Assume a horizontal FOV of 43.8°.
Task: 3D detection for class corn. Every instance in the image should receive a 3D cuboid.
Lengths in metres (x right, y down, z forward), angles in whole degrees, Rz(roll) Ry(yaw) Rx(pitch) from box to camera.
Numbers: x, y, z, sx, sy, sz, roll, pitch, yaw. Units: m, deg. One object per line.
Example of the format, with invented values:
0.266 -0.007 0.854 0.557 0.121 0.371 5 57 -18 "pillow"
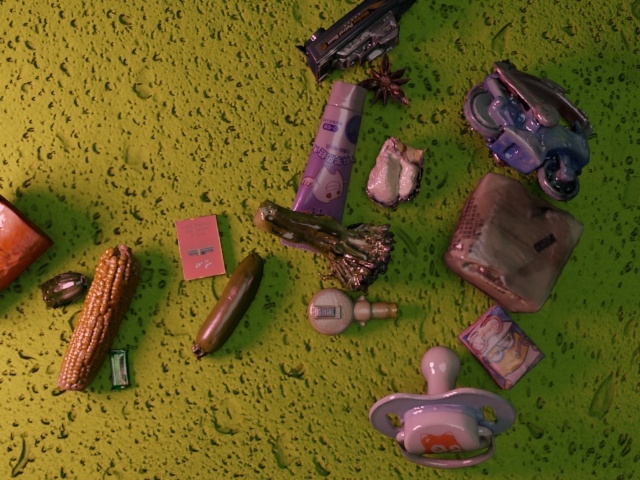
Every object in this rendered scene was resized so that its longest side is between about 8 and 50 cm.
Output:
-0.456 0.161 1.647 0.097 0.097 0.319 22 86 -4 "corn"

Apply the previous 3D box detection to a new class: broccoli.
0.003 -0.004 1.654 0.304 0.145 0.164 23 86 -15 "broccoli"

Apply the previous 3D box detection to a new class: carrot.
-0.688 0.031 1.589 0.196 0.196 0.254 41 84 -2 "carrot"

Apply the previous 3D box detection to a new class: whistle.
0.070 0.153 1.714 0.199 0.057 0.104 0 87 -4 "whistle"

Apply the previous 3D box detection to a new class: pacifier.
0.256 0.334 1.674 0.300 0.244 0.233 -6 54 16 "pacifier"

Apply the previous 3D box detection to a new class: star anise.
0.151 -0.335 1.752 0.129 0.056 0.124 42 86 14 "star anise"

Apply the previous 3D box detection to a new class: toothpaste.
0.019 -0.156 1.732 0.125 0.080 0.371 15 94 -7 "toothpaste"

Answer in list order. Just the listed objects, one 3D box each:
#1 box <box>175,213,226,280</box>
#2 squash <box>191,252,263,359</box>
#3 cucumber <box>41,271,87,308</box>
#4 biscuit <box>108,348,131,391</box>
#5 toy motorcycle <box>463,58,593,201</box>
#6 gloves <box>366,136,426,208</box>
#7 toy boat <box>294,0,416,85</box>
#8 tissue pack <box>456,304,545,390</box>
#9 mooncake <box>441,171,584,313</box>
-0.257 0.015 1.711 0.090 0.023 0.133 -9 87 -4 "box"
-0.190 0.142 1.686 0.069 0.069 0.258 30 84 -3 "squash"
-0.532 0.100 1.648 0.108 0.035 0.067 -23 85 27 "cucumber"
-0.424 0.272 1.681 0.046 0.016 0.089 -6 86 -4 "biscuit"
0.469 -0.252 1.715 0.319 0.182 0.241 43 84 0 "toy motorcycle"
0.166 -0.142 1.737 0.114 0.070 0.153 21 91 -12 "gloves"
0.098 -0.453 1.728 0.296 0.114 0.122 -37 83 -6 "toy boat"
0.392 0.233 1.735 0.115 0.065 0.155 -42 91 -7 "tissue pack"
0.404 0.007 1.715 0.250 0.136 0.254 30 79 -4 "mooncake"
